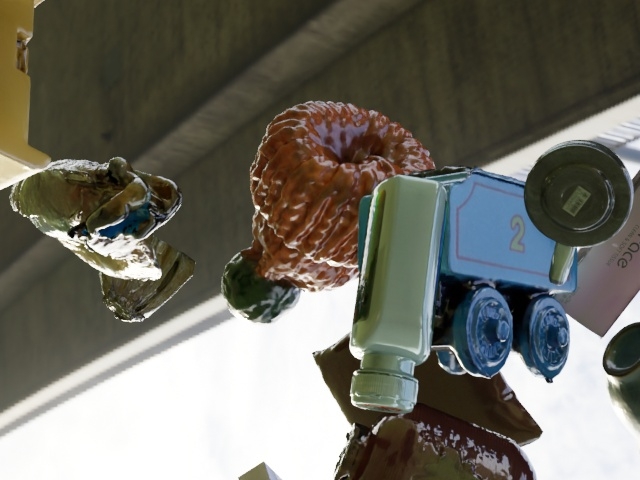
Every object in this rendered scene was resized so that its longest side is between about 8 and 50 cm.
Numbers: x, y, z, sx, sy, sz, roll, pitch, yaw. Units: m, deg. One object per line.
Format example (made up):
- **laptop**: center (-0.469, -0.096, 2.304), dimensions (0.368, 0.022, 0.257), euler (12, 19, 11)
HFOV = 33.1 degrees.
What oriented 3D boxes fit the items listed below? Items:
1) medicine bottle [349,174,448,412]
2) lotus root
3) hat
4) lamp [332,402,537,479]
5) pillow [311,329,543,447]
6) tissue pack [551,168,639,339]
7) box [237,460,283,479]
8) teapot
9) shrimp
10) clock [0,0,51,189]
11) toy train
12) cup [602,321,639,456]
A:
- **medicine bottle**: center (0.077, 0.058, 1.094), dimensions (0.121, 0.083, 0.229), euler (112, -14, -74)
- **lotus root**: center (-0.286, 0.055, 1.648), dimensions (0.070, 0.143, 0.144), euler (-22, -146, 48)
- **hat**: center (0.000, 0.000, 1.685), dimensions (0.285, 0.285, 0.400), euler (55, -48, 45)
- **lamp**: center (0.140, 0.291, 1.223), dimensions (0.180, 0.258, 0.180), euler (23, 90, -88)
- **pillow**: center (0.153, 0.232, 1.656), dimensions (0.305, 0.108, 0.308), euler (-42, -109, 35)
- **tissue pack**: center (0.428, 0.006, 1.508), dimensions (0.092, 0.148, 0.246), euler (36, -81, 6)
- **box**: center (-0.051, 0.396, 1.492), dimensions (0.051, 0.130, 0.129), euler (-34, -142, 5)
- **teapot**: center (0.283, -0.041, 1.149), dimensions (0.111, 0.108, 0.149), euler (-13, -78, 23)
- **shrimp**: center (-0.273, -0.019, 1.338), dimensions (0.110, 0.221, 0.446), euler (-54, -164, -16)
- **clock**: center (-0.388, -0.113, 0.897), dimensions (0.317, 0.200, 0.244), euler (-27, -127, 34)
- **toy train**: center (0.186, 0.043, 1.347), dimensions (0.188, 0.300, 0.265), euler (-5, -100, 43)
- **cup**: center (0.424, 0.171, 1.319), dimensions (0.199, 0.150, 0.199), euler (-44, -159, 22)
